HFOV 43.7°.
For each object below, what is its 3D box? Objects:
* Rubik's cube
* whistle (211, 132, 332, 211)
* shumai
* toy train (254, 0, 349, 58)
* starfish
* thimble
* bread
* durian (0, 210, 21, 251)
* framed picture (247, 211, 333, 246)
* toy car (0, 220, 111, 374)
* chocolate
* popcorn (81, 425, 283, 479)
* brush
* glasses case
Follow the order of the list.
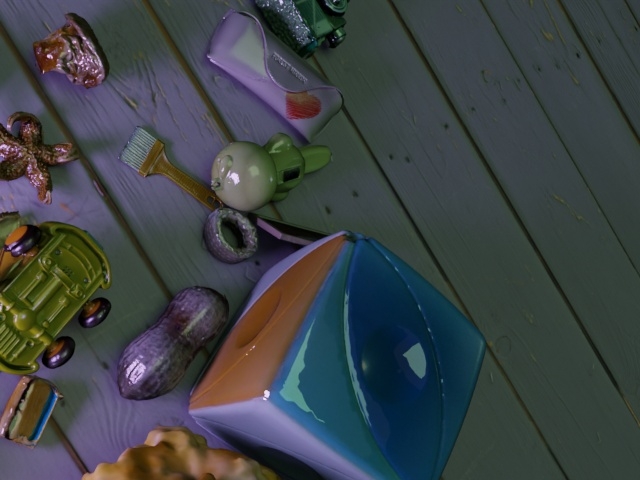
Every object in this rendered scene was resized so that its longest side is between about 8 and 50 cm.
[{"bbox_3d":[0.027,0.230,1.365,0.351,0.347,0.352,37,61,-18],"label":"Rubik's cube"},{"bbox_3d":[-0.106,-0.142,1.544,0.294,0.141,0.141,-31,94,-53],"label":"whistle"},{"bbox_3d":[-0.441,-0.322,1.394,0.116,0.145,0.146,-28,92,-11],"label":"shumai"},{"bbox_3d":[-0.049,-0.517,1.669,0.154,0.115,0.269,-37,98,-38],"label":"toy train"},{"bbox_3d":[-0.501,-0.148,1.318,0.190,0.074,0.146,39,59,-16],"label":"starfish"},{"bbox_3d":[-0.169,-0.011,1.486,0.084,0.062,0.110,-34,95,-35],"label":"thimble"},{"bbox_3d":[-0.457,0.264,1.245,0.072,0.053,0.106,41,59,-42],"label":"bread"},{"bbox_3d":[-0.522,0.001,1.278,0.066,0.052,0.130,27,63,-25],"label":"durian"},{"bbox_3d":[0.000,0.000,1.523,0.250,0.184,0.016,14,98,-26],"label":"framed picture"},{"bbox_3d":[-0.454,0.084,1.240,0.248,0.142,0.200,-51,128,-28],"label":"toy car"},{"bbox_3d":[-0.250,0.173,1.362,0.110,0.110,0.248,45,58,-13],"label":"chocolate"},{"bbox_3d":[-0.209,0.476,1.184,0.354,0.344,0.390,-21,116,6],"label":"popcorn"},{"bbox_3d":[-0.269,-0.121,1.489,0.218,0.010,0.083,36,61,-19],"label":"brush"},{"bbox_3d":[-0.086,-0.332,1.612,0.308,0.083,0.128,38,60,-17],"label":"glasses case"}]
